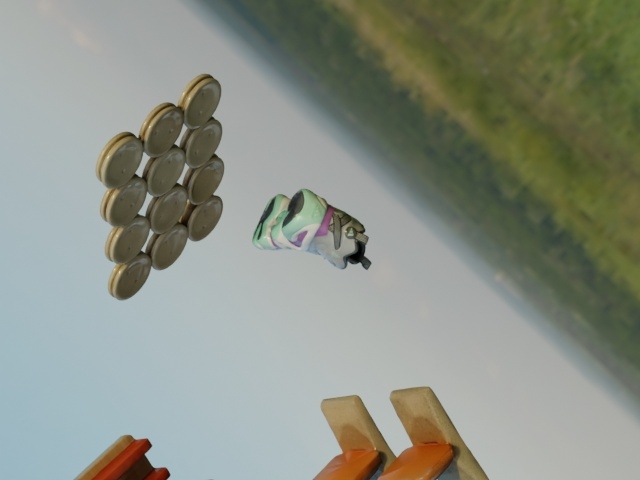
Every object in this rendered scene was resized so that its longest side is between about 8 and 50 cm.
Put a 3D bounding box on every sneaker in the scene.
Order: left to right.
[{"bbox_3d":[0.000,0.000,1.044,0.069,0.038,0.098,27,171,-16],"label":"sneaker"}]

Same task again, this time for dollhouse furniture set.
[{"bbox_3d":[-0.056,0.203,1.183,0.259,0.262,0.135,-13,112,48],"label":"dollhouse furniture set"}]

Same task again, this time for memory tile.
[{"bbox_3d":[-0.104,-0.035,1.116,0.012,0.113,0.148,32,144,24],"label":"memory tile"}]
